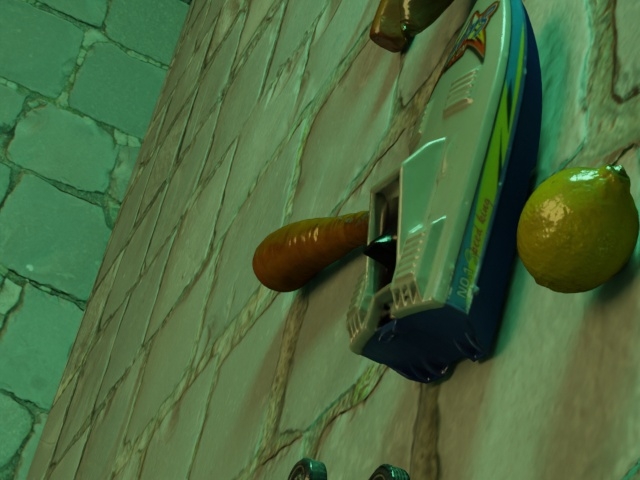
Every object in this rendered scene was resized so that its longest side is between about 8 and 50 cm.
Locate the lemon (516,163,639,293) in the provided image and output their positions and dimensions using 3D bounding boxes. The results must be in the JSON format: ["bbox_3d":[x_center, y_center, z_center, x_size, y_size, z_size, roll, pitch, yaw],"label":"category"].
[{"bbox_3d":[0.138,-0.007,0.713,0.083,0.062,0.062,-57,17,30],"label":"lemon"}]

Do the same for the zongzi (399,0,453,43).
[{"bbox_3d":[0.123,-0.283,1.127,0.194,0.099,0.197,123,166,-53],"label":"zongzi"}]

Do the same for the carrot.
[{"bbox_3d":[0.000,0.000,1.208,0.256,0.061,0.061,-30,38,62],"label":"carrot"}]

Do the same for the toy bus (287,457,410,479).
[{"bbox_3d":[0.037,0.181,0.707,0.199,0.096,0.108,-18,54,67],"label":"toy bus"}]

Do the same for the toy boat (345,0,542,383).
[{"bbox_3d":[0.091,-0.059,0.908,0.129,0.088,0.295,-39,31,60],"label":"toy boat"}]

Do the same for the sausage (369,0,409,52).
[{"bbox_3d":[0.086,-0.250,1.329,0.039,0.041,0.131,86,-156,-73],"label":"sausage"}]
